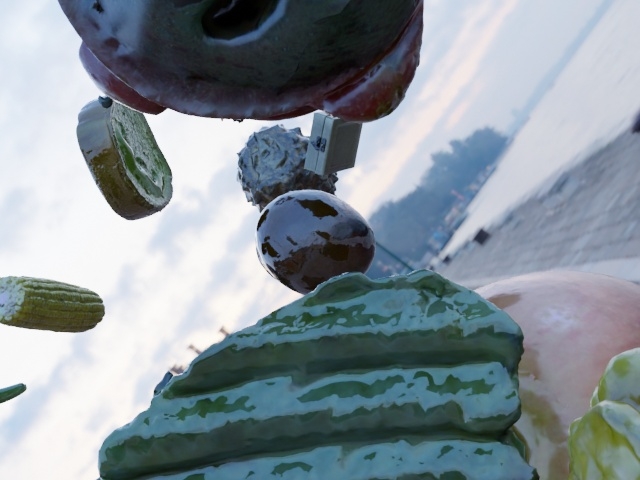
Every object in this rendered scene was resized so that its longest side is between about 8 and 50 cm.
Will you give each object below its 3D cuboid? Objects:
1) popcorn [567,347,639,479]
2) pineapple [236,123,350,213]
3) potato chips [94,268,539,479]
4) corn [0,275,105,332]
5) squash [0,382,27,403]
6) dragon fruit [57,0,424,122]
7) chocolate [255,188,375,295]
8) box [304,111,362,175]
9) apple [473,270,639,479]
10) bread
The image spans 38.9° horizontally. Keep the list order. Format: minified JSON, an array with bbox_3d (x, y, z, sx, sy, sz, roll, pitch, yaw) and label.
[{"bbox_3d":[0.203,0.137,0.431,0.163,0.140,0.194,-51,41,46],"label":"popcorn"},{"bbox_3d":[-0.034,-0.089,1.658,0.175,0.175,0.361,-53,-20,-4],"label":"pineapple"},{"bbox_3d":[0.013,0.236,0.582,0.389,0.373,0.097,-34,5,6],"label":"potato chips"},{"bbox_3d":[-0.418,0.100,1.398,0.081,0.081,0.248,-54,-19,3],"label":"corn"},{"bbox_3d":[-0.502,0.244,1.421,0.089,0.027,0.027,-18,-10,-4],"label":"squash"},{"bbox_3d":[-0.038,-0.196,0.571,0.295,0.268,0.130,-15,-2,-10],"label":"dragon fruit"},{"bbox_3d":[0.000,0.000,1.289,0.177,0.177,0.177,-53,-6,-8],"label":"chocolate"},{"bbox_3d":[0.018,-0.132,1.204,0.083,0.035,0.079,-18,-55,-53],"label":"box"},{"bbox_3d":[0.204,0.202,0.800,0.364,0.364,0.364,-53,-6,-8],"label":"apple"},{"bbox_3d":[-0.339,-0.146,1.588,0.070,0.236,0.236,-19,1,11],"label":"bread"}]
